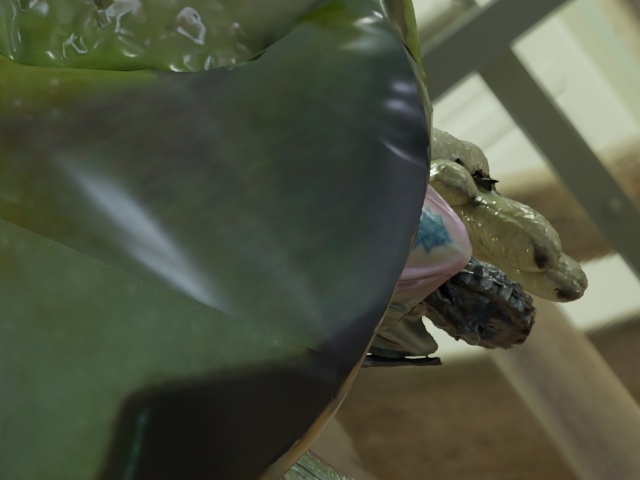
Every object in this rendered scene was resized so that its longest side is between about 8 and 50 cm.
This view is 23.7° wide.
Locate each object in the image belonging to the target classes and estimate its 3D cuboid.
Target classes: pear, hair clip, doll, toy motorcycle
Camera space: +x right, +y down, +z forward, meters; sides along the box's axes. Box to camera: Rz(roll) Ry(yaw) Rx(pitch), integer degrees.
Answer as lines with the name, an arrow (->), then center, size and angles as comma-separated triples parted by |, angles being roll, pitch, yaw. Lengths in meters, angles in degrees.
pear -> -0.160, -0.041, 0.598 | 0.399, 0.399, 0.165 | -38, -1, -6
hair clip -> -0.016, 0.183, 1.260 | 0.022, 0.137, 0.054 | -32, 23, 33
doll -> 0.155, -0.031, 1.524 | 0.149, 0.175, 0.278 | -27, 43, -31
toy motorcycle -> 0.002, -0.005, 0.943 | 0.239, 0.204, 0.108 | -6, 58, 19
